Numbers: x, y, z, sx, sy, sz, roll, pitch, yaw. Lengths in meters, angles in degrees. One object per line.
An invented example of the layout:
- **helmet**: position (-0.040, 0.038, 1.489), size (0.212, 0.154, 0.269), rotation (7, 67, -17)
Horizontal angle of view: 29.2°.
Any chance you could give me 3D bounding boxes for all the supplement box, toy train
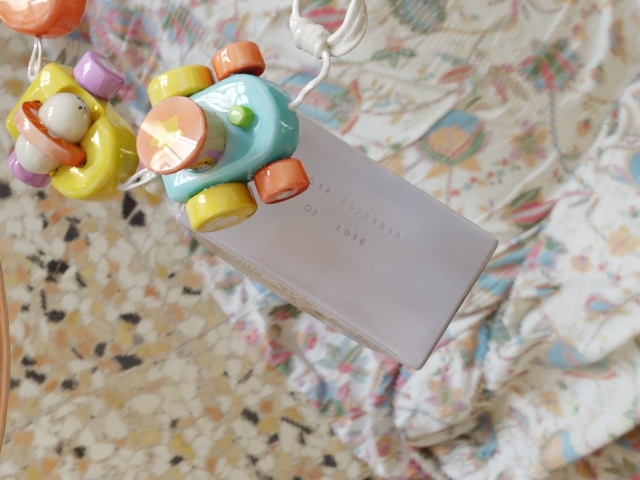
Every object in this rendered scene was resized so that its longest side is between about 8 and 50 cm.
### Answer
- **supplement box**: position (0.000, 0.000, 0.648), size (0.130, 0.239, 0.073), rotation (32, 87, -1)
- **toy train**: position (-0.072, -0.071, 0.447), size (0.046, 0.166, 0.125), rotation (3, 104, -63)

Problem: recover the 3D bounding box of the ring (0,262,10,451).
- **ring**: position (-0.267, 0.039, 0.377), size (0.337, 0.032, 0.336), rotation (4, 81, -28)
